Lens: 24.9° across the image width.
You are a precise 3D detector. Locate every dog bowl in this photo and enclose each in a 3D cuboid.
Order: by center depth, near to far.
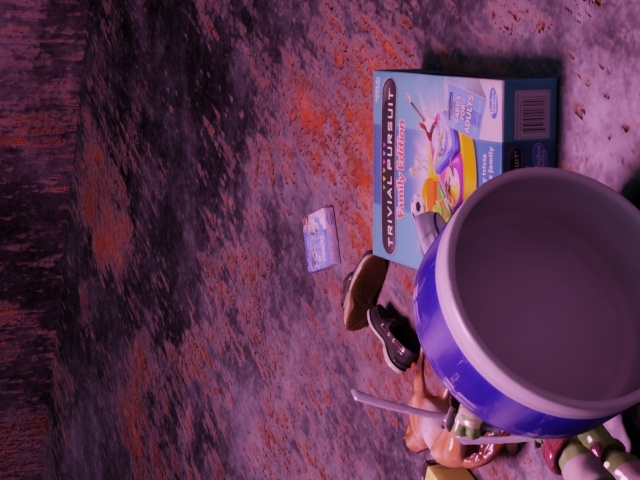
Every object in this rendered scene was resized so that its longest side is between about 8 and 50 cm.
[{"bbox_3d":[0.232,0.064,1.474,0.104,0.264,0.265,125,135,-58],"label":"dog bowl"}]

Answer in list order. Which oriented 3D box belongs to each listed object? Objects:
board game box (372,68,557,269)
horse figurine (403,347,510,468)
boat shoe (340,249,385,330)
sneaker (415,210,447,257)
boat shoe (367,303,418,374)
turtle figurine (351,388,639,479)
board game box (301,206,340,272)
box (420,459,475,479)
[{"bbox_3d":[0.171,-0.083,1.816,0.336,0.079,0.254,-162,70,-64],"label":"board game box"},{"bbox_3d":[0.171,0.225,1.869,0.263,0.066,0.175,32,110,63],"label":"horse figurine"},{"bbox_3d":[0.055,0.067,2.130,0.049,0.056,0.152,57,144,39],"label":"boat shoe"},{"bbox_3d":[0.172,0.039,1.644,0.258,0.091,0.094,-110,3,-58],"label":"sneaker"},{"bbox_3d":[0.104,0.133,2.052,0.042,0.049,0.133,-50,34,19],"label":"boat shoe"},{"bbox_3d":[0.231,0.222,1.598,0.266,0.274,0.198,55,176,43],"label":"turtle figurine"},{"bbox_3d":[0.000,0.000,2.288,0.090,0.020,0.090,156,108,-64],"label":"board game box"},{"bbox_3d":[0.199,0.380,1.856,0.232,0.058,0.087,-129,42,-53],"label":"box"}]
